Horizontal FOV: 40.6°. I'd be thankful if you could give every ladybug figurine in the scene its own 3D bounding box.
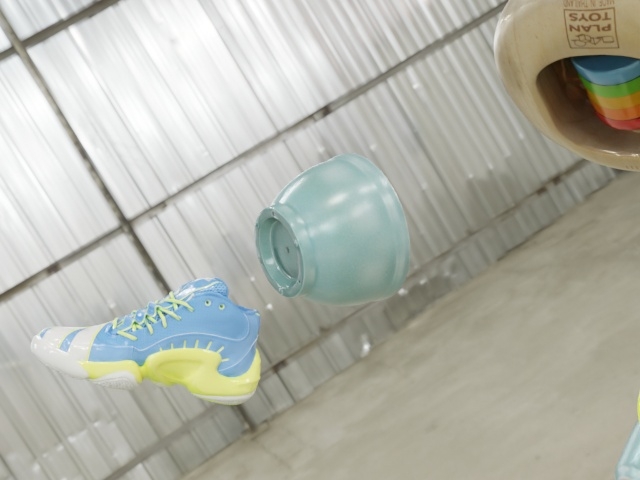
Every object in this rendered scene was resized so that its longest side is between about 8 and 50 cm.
[{"bbox_3d":[0.388,-0.240,1.101,0.305,0.161,0.449,7,-19,29],"label":"ladybug figurine"}]

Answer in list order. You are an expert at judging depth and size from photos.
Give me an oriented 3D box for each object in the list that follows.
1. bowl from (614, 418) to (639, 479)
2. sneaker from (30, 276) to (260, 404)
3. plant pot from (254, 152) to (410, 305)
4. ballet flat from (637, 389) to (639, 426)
[{"bbox_3d":[0.828,0.589,2.061,0.163,0.311,0.311,-36,6,-19],"label":"bowl"},{"bbox_3d":[-0.163,0.087,0.871,0.240,0.126,0.091,17,-3,-35],"label":"sneaker"},{"bbox_3d":[0.000,0.000,1.623,0.196,0.293,0.293,-18,-2,-30],"label":"plant pot"},{"bbox_3d":[0.395,0.157,0.951,0.231,0.077,0.077,-60,-15,-54],"label":"ballet flat"}]
